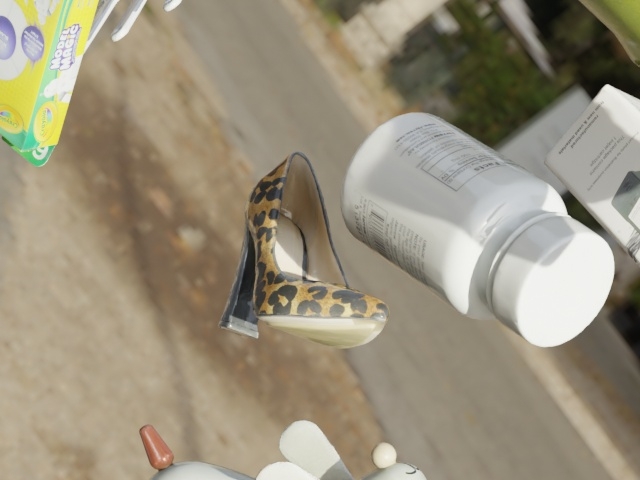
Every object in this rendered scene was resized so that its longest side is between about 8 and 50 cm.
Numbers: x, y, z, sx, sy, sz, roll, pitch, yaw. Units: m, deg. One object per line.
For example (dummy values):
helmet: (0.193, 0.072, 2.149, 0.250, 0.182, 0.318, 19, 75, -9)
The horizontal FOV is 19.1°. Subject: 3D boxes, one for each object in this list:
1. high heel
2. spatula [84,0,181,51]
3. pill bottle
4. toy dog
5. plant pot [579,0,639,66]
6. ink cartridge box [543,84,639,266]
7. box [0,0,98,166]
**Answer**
high heel: (0.000, 0.000, 1.744, 0.093, 0.186, 0.261, 24, -12, -31)
spatula: (-0.150, -0.234, 1.696, 0.019, 0.168, 0.242, 53, 27, -20)
pill bottle: (0.131, -0.008, 1.591, 0.229, 0.131, 0.131, 36, -6, 45)
toy dog: (-0.065, 0.250, 1.998, 0.220, 0.334, 0.161, -156, -128, -81)
plant pot: (0.315, -0.358, 1.766, 0.353, 0.366, 0.366, 56, 6, -24)
ink cartridge box: (0.390, -0.018, 1.974, 0.198, 0.115, 0.273, 17, 27, -48)
box: (-0.236, -0.153, 1.491, 0.105, 0.179, 0.043, 38, 35, 29)
